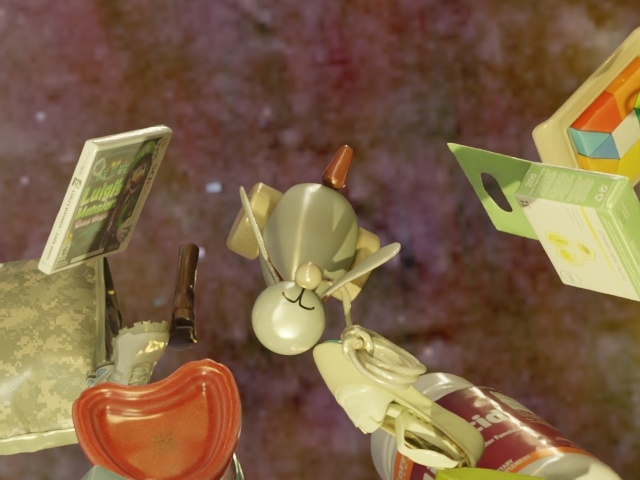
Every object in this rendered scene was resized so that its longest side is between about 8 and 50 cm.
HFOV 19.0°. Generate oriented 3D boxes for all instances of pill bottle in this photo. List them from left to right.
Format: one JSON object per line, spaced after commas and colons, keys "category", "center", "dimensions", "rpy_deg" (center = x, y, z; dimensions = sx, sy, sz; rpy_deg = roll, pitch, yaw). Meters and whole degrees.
{"category": "pill bottle", "center": [0.229, 0.325, 2.552], "dimensions": [0.392, 0.224, 0.224], "rpy_deg": [-146, 43, -62]}

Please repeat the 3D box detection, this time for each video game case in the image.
{"category": "video game case", "center": [-0.258, -0.051, 2.317], "dimensions": [0.190, 0.022, 0.173], "rpy_deg": [-20, -43, -65]}

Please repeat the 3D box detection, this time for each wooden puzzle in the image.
{"category": "wooden puzzle", "center": [0.411, -0.147, 2.641], "dimensions": [0.044, 0.238, 0.221], "rpy_deg": [32, 158, 44]}

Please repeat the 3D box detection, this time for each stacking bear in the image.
{"category": "stacking bear", "center": [-0.158, 0.290, 2.084], "dimensions": [0.289, 0.175, 0.164], "rpy_deg": [87, 167, -50]}

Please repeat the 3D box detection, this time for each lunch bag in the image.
{"category": "lunch bag", "center": [-0.375, 0.168, 2.463], "dimensions": [0.287, 0.235, 0.169], "rpy_deg": [-97, -1, -47]}

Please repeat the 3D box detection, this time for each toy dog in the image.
{"category": "toy dog", "center": [0.000, 0.000, 1.977], "dimensions": [0.161, 0.220, 0.334], "rpy_deg": [-66, 26, 16]}

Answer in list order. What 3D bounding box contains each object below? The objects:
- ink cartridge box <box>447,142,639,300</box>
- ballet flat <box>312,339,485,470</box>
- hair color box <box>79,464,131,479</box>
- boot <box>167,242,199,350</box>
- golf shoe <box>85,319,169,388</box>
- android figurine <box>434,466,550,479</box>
{"category": "ink cartridge box", "center": [0.253, -0.020, 2.103], "dimensions": [0.056, 0.235, 0.171], "rpy_deg": [-59, -41, -23]}
{"category": "ballet flat", "center": [0.091, 0.209, 2.294], "dimensions": [0.086, 0.248, 0.086], "rpy_deg": [-54, 13, 19]}
{"category": "hair color box", "center": [-0.197, 0.343, 1.725], "dimensions": [0.374, 0.185, 0.114], "rpy_deg": [-46, 21, 55]}
{"category": "boot", "center": [-0.170, 0.069, 2.387], "dimensions": [0.106, 0.037, 0.114], "rpy_deg": [111, 161, -57]}
{"category": "golf shoe", "center": [-0.219, 0.161, 2.271], "dimensions": [0.176, 0.069, 0.086], "rpy_deg": [-53, 45, 48]}
{"category": "android figurine", "center": [0.229, 0.303, 2.110], "dimensions": [0.273, 0.248, 0.056], "rpy_deg": [13, 95, 59]}
